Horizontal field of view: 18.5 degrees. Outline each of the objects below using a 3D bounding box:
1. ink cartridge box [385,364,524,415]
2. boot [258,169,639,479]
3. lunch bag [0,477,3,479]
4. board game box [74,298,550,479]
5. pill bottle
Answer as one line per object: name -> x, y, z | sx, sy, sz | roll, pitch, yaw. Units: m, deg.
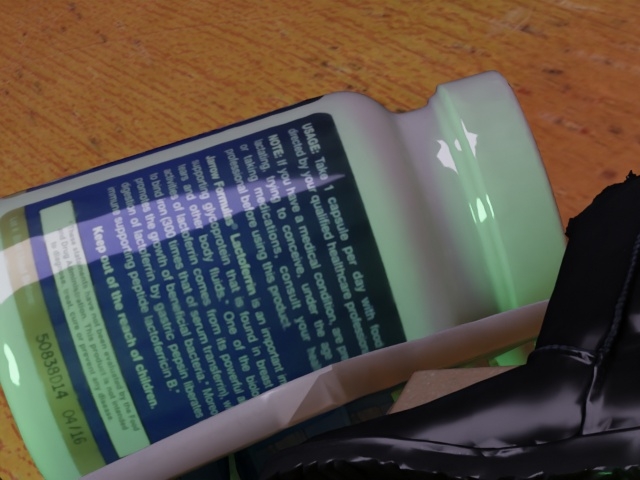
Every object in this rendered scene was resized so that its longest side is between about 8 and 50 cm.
ink cartridge box -> 0.129, 0.136, 0.470 | 0.193, 0.235, 0.088 | -11, 33, 46
boot -> 0.053, 0.027, 0.426 | 0.121, 0.045, 0.099 | -10, 36, 33
lunch bag -> -0.142, 0.166, 0.409 | 0.256, 0.305, 0.212 | -42, 22, -15
board game box -> -0.068, 0.121, 0.748 | 0.390, 0.050, 0.390 | -27, -7, 25
pill bottle -> -0.021, 0.016, 0.946 | 0.264, 0.153, 0.153 | -18, 25, 0
